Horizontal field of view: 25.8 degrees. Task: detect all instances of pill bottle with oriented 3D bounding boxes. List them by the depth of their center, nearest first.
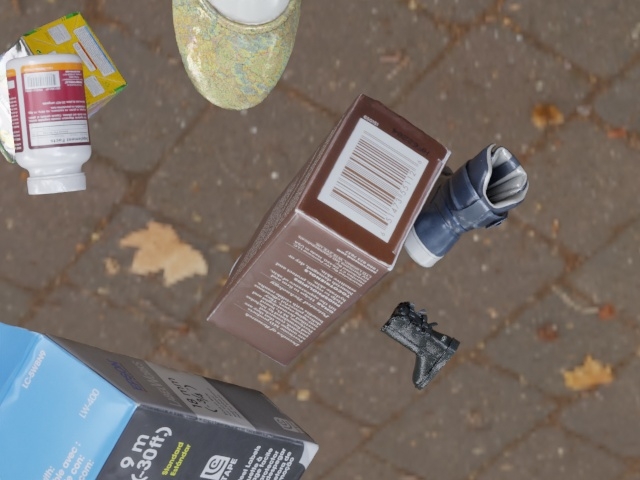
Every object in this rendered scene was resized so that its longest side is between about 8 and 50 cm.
[{"bbox_3d":[-0.303,-0.130,1.563,0.086,0.086,0.152,-4,94,7],"label":"pill bottle"}]

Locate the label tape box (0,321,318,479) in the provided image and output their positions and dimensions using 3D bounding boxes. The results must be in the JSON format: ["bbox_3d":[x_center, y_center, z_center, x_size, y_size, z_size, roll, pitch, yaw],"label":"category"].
[{"bbox_3d":[-0.194,0.220,1.174,0.333,0.106,0.241,21,103,-46],"label":"label tape box"}]

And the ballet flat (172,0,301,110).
[{"bbox_3d":[-0.059,-0.293,1.227,0.123,0.348,0.123,8,170,1],"label":"ballet flat"}]

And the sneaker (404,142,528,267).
[{"bbox_3d":[0.190,-0.070,1.781,0.086,0.226,0.163,43,116,-14],"label":"sneaker"}]

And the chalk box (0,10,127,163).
[{"bbox_3d":[-0.408,-0.208,2.004,0.213,0.132,0.132,-30,95,40],"label":"chalk box"}]

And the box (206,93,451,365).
[{"bbox_3d":[0.000,0.000,1.755,0.143,0.191,0.381,33,151,-8],"label":"box"}]

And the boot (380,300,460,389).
[{"bbox_3d":[0.127,0.143,1.915,0.099,0.045,0.121,34,138,1],"label":"boot"}]
